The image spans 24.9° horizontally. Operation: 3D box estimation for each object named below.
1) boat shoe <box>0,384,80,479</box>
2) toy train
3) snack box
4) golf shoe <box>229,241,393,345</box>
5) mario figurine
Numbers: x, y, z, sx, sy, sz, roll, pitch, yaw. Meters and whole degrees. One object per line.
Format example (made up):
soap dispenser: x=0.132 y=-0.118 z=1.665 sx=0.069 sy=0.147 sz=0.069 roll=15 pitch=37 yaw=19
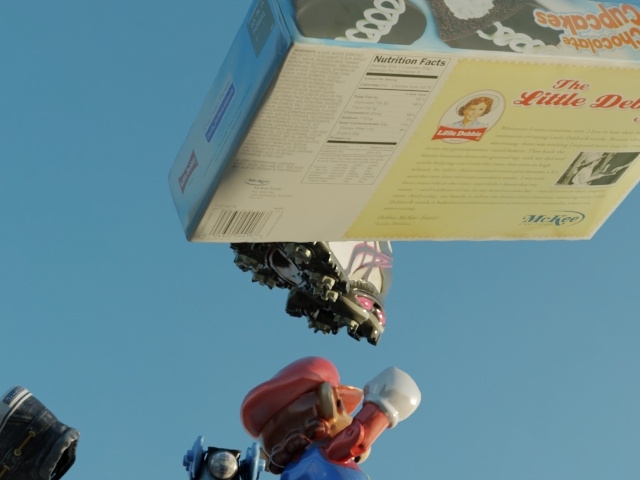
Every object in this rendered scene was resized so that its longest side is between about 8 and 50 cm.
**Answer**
boat shoe: x=-0.294 y=0.226 z=1.392 sx=0.083 sy=0.065 sz=0.183 roll=35 pitch=-53 yaw=8
toy train: x=-0.101 y=0.254 z=1.432 sx=0.080 sy=0.105 sz=0.184 roll=8 pitch=-15 yaw=-4
snack box: x=0.084 y=-0.075 z=0.925 sx=0.322 sy=0.060 sz=0.187 roll=0 pitch=-36 yaw=-28
golf shoe: x=0.000 y=0.000 z=1.287 sx=0.105 sy=0.120 sz=0.273 roll=14 pitch=-15 yaw=19
mario figurine: x=0.028 y=0.255 z=1.486 sx=0.198 sy=0.320 sz=0.170 roll=-16 pitch=-44 yaw=1
